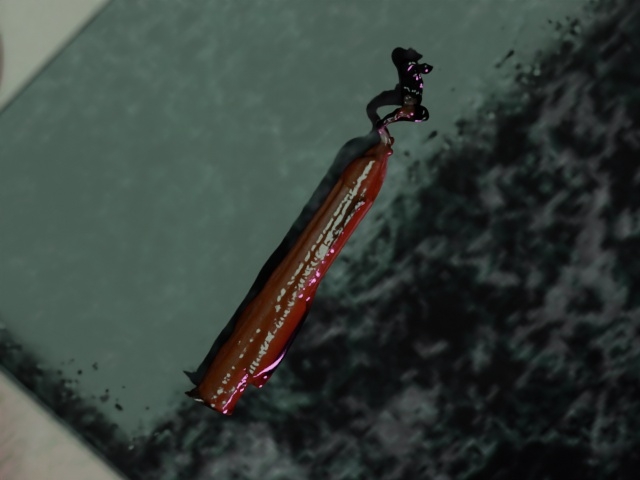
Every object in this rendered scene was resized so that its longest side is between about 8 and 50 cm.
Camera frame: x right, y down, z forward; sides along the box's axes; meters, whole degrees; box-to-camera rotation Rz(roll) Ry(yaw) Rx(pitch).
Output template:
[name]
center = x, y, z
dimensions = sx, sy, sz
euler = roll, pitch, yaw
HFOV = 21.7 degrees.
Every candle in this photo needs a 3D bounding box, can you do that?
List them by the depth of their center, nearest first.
[candle]
center = 0.001, 0.000, 0.677
dimensions = 0.026, 0.021, 0.167
euler = 34, 101, 7
